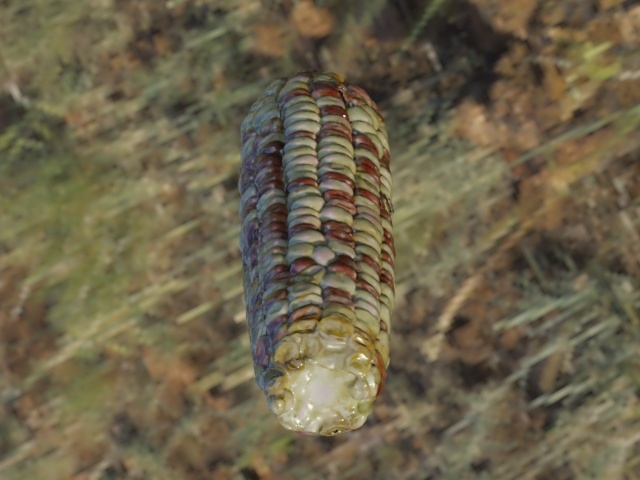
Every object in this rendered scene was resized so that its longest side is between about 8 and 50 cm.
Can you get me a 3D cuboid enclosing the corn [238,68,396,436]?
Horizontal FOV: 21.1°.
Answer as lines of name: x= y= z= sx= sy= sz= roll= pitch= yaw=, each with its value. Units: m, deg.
corn: x=0.000 y=0.000 z=0.776 sx=0.237 sy=0.079 sz=0.079 roll=-95 pitch=-6 yaw=-59
